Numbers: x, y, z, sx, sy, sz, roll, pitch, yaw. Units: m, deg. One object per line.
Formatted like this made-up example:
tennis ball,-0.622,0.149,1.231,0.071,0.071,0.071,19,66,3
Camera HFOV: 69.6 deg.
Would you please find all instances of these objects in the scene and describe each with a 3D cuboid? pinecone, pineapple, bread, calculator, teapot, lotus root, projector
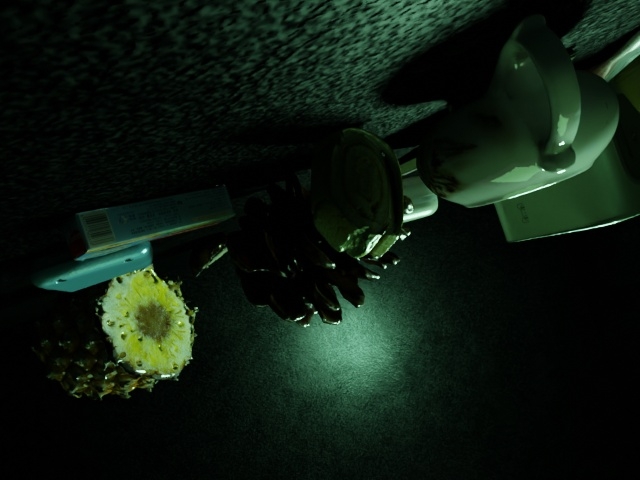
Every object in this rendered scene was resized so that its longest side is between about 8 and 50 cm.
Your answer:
pinecone,0.000,0.000,0.697,0.309,0.244,0.244,-40,172,22
pineapple,-0.512,0.234,1.162,0.300,0.351,0.352,-20,180,28
bread,0.041,-0.054,0.532,0.118,0.156,0.064,22,149,-30
calculator,-0.364,0.036,0.753,0.173,0.051,0.293,-18,179,-20
teapot,0.202,-0.120,0.489,0.205,0.139,0.298,-18,-177,2
lotus root,-0.335,0.032,1.372,0.167,0.078,0.329,-44,-173,-19
projector,0.470,-0.154,0.878,0.248,0.248,0.249,-19,180,-32

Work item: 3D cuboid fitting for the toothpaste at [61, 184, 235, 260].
toothpaste,-0.204,-0.024,0.561,0.070,0.044,0.194,-17,-179,44

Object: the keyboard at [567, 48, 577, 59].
keyboard,0.286,-0.213,0.588,0.049,0.015,0.129,-25,178,16

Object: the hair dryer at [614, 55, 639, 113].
hair dryer,0.570,-0.270,0.630,0.279,0.134,0.090,-37,174,18

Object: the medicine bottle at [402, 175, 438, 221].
medicine bottle,0.096,-0.079,1.191,0.376,0.122,0.282,-13,-176,-16

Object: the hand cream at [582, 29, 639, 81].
hand cream,0.395,-0.243,0.596,0.052,0.038,0.216,-44,176,-4

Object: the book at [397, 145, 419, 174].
book,0.235,-0.170,0.744,0.283,0.025,0.215,-20,-168,40
